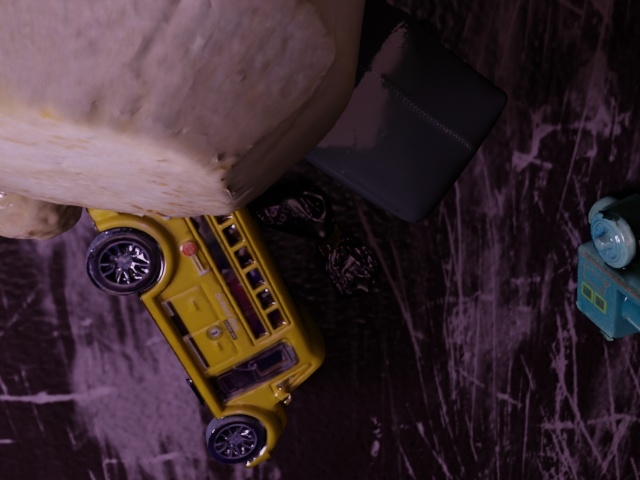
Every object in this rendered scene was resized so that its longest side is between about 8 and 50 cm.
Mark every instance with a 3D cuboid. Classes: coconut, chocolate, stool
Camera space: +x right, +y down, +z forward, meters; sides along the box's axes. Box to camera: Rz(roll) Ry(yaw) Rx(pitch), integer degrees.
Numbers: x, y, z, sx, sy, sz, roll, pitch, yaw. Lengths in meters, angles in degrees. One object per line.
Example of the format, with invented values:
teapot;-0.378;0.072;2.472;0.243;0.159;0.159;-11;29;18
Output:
coconut;-0.113;-0.173;0.423;0.323;0.323;0.323;-7;116;-14
chocolate;0.003;-0.002;0.747;0.072;0.070;0.147;-46;123;1
stool;0.041;-0.126;0.614;0.232;0.232;0.141;31;103;-27

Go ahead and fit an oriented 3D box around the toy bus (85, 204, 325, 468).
toy bus;-0.098;0.060;0.696;0.151;0.145;0.331;-27;119;-3

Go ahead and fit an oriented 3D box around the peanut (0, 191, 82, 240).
peanut;-0.269;-0.113;0.579;0.123;0.123;0.257;-13;119;-12

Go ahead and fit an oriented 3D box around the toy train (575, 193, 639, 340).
toy train;0.404;0.070;0.777;0.120;0.298;0.194;-20;125;-11
